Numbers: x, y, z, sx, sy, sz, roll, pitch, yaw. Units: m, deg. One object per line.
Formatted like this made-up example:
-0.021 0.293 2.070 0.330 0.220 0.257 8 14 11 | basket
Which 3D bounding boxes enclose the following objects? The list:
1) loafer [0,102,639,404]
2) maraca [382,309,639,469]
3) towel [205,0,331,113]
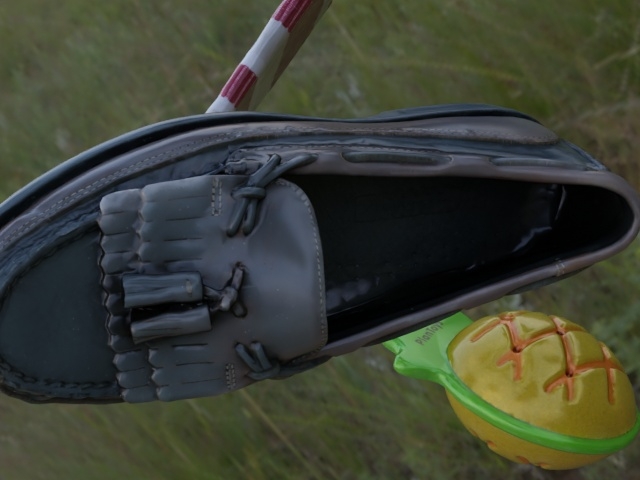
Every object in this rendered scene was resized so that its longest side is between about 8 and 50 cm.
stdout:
0.000 0.000 0.523 0.268 0.096 0.084 -15 20 -30 | loafer
0.131 0.094 0.990 0.186 0.099 0.127 24 24 15 | maraca
-0.079 -0.138 1.355 0.329 0.037 0.237 -55 2 -10 | towel
